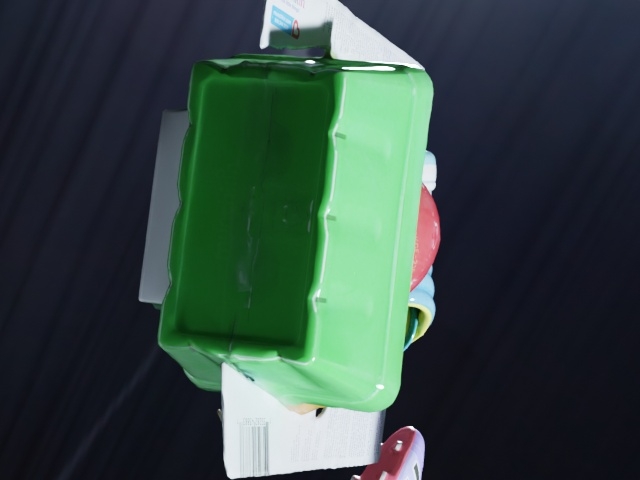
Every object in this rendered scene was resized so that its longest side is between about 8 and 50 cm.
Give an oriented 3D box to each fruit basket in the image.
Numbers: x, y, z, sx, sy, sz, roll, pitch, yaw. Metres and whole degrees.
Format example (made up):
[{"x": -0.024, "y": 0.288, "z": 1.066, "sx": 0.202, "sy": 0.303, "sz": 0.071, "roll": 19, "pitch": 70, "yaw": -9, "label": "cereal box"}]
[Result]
[{"x": 0.000, "y": 0.000, "z": 1.165, "sx": 0.165, "sy": 0.327, "sz": 0.353, "roll": 6, "pitch": -3, "yaw": 14, "label": "fruit basket"}]

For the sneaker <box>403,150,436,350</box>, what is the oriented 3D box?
[{"x": 0.027, "y": 0.023, "z": 1.686, "sx": 0.127, "sy": 0.208, "sz": 0.319, "roll": 0, "pitch": -5, "yaw": -14, "label": "sneaker"}]

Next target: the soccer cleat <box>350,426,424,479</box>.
[{"x": 0.068, "y": 0.323, "z": 1.757, "sx": 0.095, "sy": 0.248, "sz": 0.083, "roll": 31, "pitch": -23, "yaw": -19, "label": "soccer cleat"}]

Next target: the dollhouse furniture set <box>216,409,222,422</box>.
[{"x": -0.047, "y": 0.155, "z": 1.434, "sx": 0.058, "sy": 0.076, "sz": 0.151, "roll": 62, "pitch": -3, "yaw": 18, "label": "dollhouse furniture set"}]
